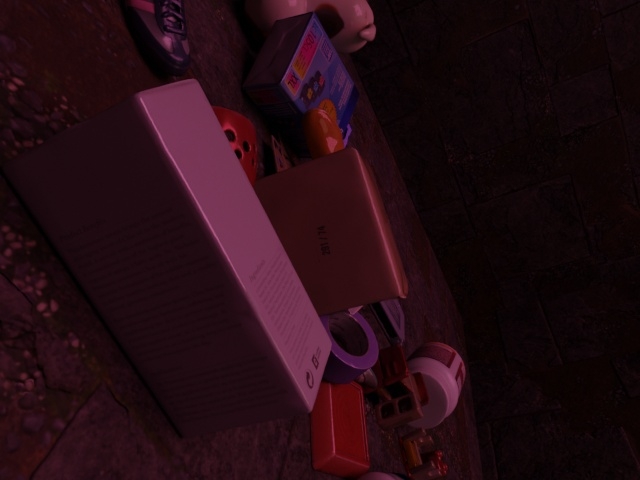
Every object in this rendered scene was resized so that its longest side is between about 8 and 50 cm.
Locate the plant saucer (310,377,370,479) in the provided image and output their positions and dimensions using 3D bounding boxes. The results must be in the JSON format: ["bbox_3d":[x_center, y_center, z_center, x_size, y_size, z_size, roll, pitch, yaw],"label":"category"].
[{"bbox_3d":[0.054,0.441,1.171,0.259,0.047,0.259,46,32,-47],"label":"plant saucer"}]

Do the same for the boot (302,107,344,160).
[{"bbox_3d":[0.034,-0.205,1.328,0.295,0.104,0.211,63,13,-44],"label":"boot"}]

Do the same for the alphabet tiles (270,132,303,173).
[{"bbox_3d":[-0.056,-0.148,1.397,0.342,0.011,0.285,47,26,-55],"label":"alphabet tiles"}]

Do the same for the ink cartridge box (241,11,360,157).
[{"bbox_3d":[-0.028,-0.434,1.441,0.395,0.151,0.270,46,59,-51],"label":"ink cartridge box"}]

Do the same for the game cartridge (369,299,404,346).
[{"bbox_3d":[0.248,0.242,1.814,0.297,0.062,0.198,60,19,-27],"label":"game cartridge"}]

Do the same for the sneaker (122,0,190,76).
[{"bbox_3d":[-0.313,-0.490,0.917,0.112,0.131,0.319,-25,95,-57],"label":"sneaker"}]

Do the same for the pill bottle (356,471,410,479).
[{"bbox_3d":[0.156,0.631,1.121,0.264,0.146,0.146,41,36,-52],"label":"pill bottle"}]

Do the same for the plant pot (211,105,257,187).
[{"bbox_3d":[-0.200,-0.112,0.818,0.191,0.191,0.174,20,60,-64],"label":"plant pot"}]

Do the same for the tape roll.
[{"bbox_3d":[0.047,0.250,1.164,0.188,0.080,0.189,30,33,-22],"label":"tape roll"}]

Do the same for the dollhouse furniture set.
[{"bbox_3d":[0.227,0.505,1.320,0.201,0.152,0.374,54,18,-37],"label":"dollhouse furniture set"}]

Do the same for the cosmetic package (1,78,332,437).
[{"bbox_3d":[-0.185,0.040,0.667,0.454,0.229,0.161,65,21,-18],"label":"cosmetic package"}]

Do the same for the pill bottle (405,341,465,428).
[{"bbox_3d":[0.388,0.512,1.691,0.392,0.223,0.224,0,72,-68],"label":"pill bottle"}]

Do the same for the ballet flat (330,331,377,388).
[{"bbox_3d":[0.078,0.331,1.291,0.068,0.072,0.213,-35,98,-38],"label":"ballet flat"}]

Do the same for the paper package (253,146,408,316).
[{"bbox_3d":[0.000,0.000,1.041,0.168,0.309,0.325,-10,84,-76],"label":"paper package"}]

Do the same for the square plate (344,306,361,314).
[{"bbox_3d":[0.038,0.022,1.298,0.344,0.049,0.347,64,19,5],"label":"square plate"}]

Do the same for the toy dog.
[{"bbox_3d":[-0.058,-0.722,1.530,0.407,0.285,0.396,-8,53,-34],"label":"toy dog"}]
